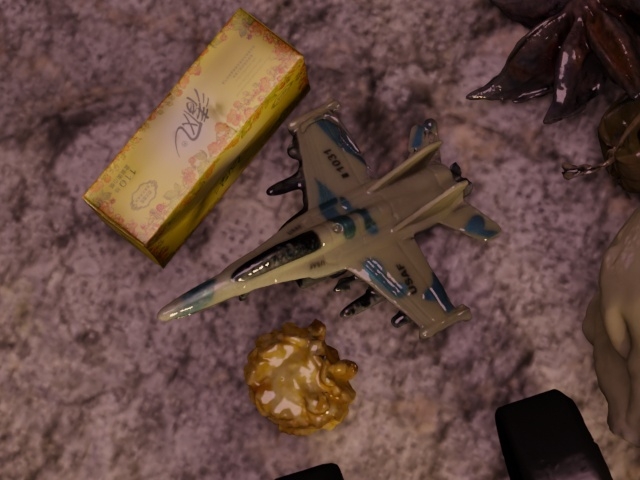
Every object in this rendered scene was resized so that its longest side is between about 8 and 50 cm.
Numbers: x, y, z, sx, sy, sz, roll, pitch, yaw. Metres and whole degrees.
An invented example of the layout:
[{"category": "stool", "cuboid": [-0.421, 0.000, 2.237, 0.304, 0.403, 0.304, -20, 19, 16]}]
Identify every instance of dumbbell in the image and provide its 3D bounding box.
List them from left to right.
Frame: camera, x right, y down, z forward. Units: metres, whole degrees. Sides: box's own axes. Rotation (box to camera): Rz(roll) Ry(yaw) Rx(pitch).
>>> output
[{"category": "dumbbell", "cuboid": [0.087, 0.201, 1.253, 0.218, 0.152, 0.152, -18, 79, -1]}]

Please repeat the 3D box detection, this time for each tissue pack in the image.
[{"category": "tissue pack", "cuboid": [-0.085, -0.070, 1.343, 0.062, 0.095, 0.176, 37, 83, 8]}]

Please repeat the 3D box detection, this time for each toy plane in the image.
[{"category": "toy plane", "cuboid": [-0.002, 0.004, 1.321, 0.262, 0.088, 0.192, -27, 76, -17]}]

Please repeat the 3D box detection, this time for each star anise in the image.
[{"category": "star anise", "cuboid": [0.206, -0.155, 1.337, 0.204, 0.061, 0.181, -50, 41, -6]}]

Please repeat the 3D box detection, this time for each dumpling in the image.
[{"category": "dumpling", "cuboid": [0.247, 0.046, 1.246, 0.147, 0.258, 0.193, 36, 100, -21]}]

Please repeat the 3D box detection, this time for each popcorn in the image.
[{"category": "popcorn", "cuboid": [-0.014, 0.096, 1.327, 0.082, 0.057, 0.083, 18, 84, 13]}]

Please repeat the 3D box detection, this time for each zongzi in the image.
[{"category": "zongzi", "cuboid": [0.253, -0.127, 1.360, 0.189, 0.081, 0.178, -21, 56, 14]}]
